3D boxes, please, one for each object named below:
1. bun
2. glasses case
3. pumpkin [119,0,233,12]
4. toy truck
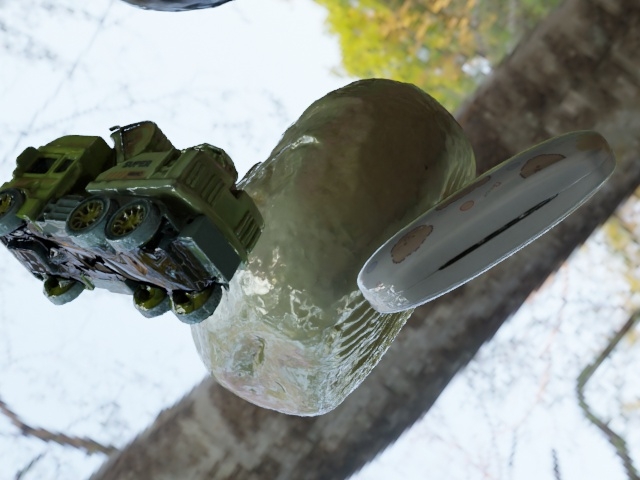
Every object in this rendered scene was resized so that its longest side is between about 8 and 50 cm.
[{"bbox_3d":[0.000,0.000,1.496,0.213,0.361,0.361,31,-154,14],"label":"bun"},{"bbox_3d":[0.094,-0.011,0.853,0.041,0.164,0.063,58,-179,-14],"label":"glasses case"},{"bbox_3d":[-0.038,-0.257,0.894,0.232,0.325,0.242,29,162,12],"label":"pumpkin"},{"bbox_3d":[-0.116,-0.022,0.929,0.085,0.191,0.116,53,-122,-35],"label":"toy truck"}]
